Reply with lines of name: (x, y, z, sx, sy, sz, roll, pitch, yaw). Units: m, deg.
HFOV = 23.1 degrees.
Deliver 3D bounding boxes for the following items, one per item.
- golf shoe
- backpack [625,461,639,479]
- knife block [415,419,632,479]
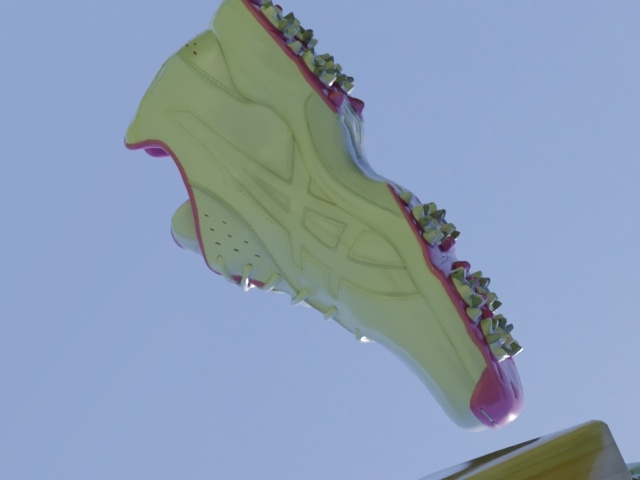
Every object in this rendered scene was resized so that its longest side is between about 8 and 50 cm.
golf shoe: (0.000, 0.000, 0.926, 0.140, 0.115, 0.306, -38, -109, 9)
backpack: (0.139, 0.171, 0.721, 0.115, 0.182, 0.152, -17, -96, 39)
knife block: (-0.056, 0.126, 0.369, 0.088, 0.242, 0.276, -28, -144, 50)
